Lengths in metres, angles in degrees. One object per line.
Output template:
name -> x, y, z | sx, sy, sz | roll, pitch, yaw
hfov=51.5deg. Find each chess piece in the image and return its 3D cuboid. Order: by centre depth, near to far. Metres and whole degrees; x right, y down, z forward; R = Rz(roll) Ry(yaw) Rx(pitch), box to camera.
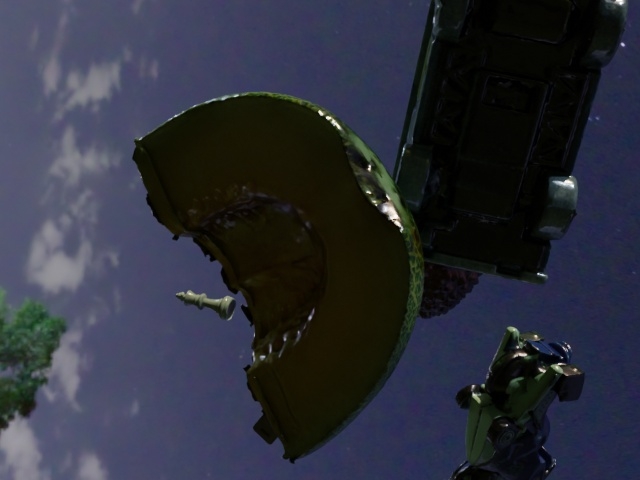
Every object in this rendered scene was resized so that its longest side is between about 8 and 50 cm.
chess piece -> -0.283, 0.150, 1.612 | 0.149, 0.059, 0.059 | 12, -91, 15

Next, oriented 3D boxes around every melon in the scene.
melon -> 0.000, 0.000, 0.495 | 0.169, 0.129, 0.265 | -35, -103, 28

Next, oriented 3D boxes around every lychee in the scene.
lychee -> 0.181, 0.000, 1.252 | 0.264, 0.264, 0.299 | -19, -111, 41

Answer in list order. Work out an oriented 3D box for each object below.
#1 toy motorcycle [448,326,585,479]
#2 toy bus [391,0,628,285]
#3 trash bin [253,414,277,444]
toy motorcycle -> 0.320, 0.305, 1.091 | 0.125, 0.196, 0.331 | 47, -48, 53
toy bus -> 0.157, -0.136, 0.592 | 0.152, 0.190, 0.312 | 12, -75, 5
trash bin -> -0.069, 0.297, 1.129 | 0.043, 0.092, 0.061 | 40, -76, 7
